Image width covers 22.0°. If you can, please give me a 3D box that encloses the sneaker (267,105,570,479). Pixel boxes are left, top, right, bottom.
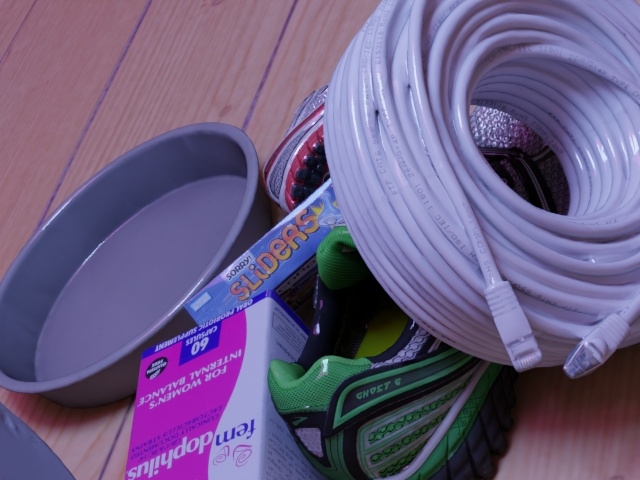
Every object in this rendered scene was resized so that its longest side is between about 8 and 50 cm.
[{"bbox_3d":[0.086,0.008,1.049,0.134,0.146,0.343,-6,45,44],"label":"sneaker"}]

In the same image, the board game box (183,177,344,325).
[{"bbox_3d":[0.000,0.000,1.185,0.201,0.035,0.136,-41,-10,0],"label":"board game box"}]

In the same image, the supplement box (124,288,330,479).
[{"bbox_3d":[-0.049,0.156,1.046,0.111,0.114,0.220,-27,36,21],"label":"supplement box"}]

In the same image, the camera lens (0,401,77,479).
[{"bbox_3d":[-0.291,0.254,1.082,0.274,0.219,0.219,-37,31,7],"label":"camera lens"}]

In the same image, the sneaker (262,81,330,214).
[{"bbox_3d":[0.032,-0.114,1.318,0.225,0.088,0.093,-49,30,-13],"label":"sneaker"}]

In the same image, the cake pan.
[{"bbox_3d":[-0.157,0.024,1.385,0.293,0.054,0.293,-28,34,21],"label":"cake pan"}]

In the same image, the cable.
[{"bbox_3d":[0.126,-0.051,0.988,0.257,0.257,0.089,-26,-10,-36],"label":"cable"}]
